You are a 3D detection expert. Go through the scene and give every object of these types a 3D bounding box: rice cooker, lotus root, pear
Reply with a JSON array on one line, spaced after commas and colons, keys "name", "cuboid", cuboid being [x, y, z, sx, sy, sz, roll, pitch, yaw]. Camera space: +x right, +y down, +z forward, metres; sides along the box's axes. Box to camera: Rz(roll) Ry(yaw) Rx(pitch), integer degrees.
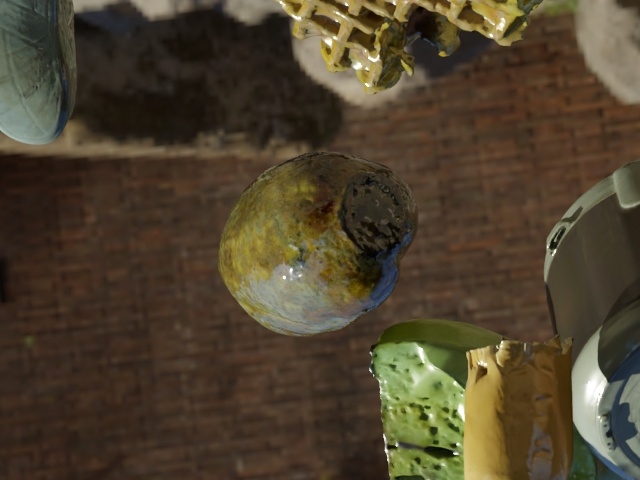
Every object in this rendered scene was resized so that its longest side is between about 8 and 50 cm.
[{"name": "rice cooker", "cuboid": [0.426, 0.089, 1.876, 0.335, 0.335, 0.325, -7, -144, 4]}, {"name": "lotus root", "cuboid": [0.000, 0.000, 2.276, 0.250, 0.250, 0.346, -5, 171, -25]}, {"name": "pear", "cuboid": [0.241, 0.257, 2.111, 0.318, 0.342, 0.238, -2, -166, 18]}]

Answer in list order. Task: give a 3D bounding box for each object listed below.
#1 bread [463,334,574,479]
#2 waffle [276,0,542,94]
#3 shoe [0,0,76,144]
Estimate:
[{"name": "bread", "cuboid": [0.206, 0.182, 1.663, 0.085, 0.173, 0.134, -4, 175, 40]}, {"name": "waffle", "cuboid": [0.082, -0.278, 1.632, 0.261, 0.151, 0.324, 39, 153, -17]}, {"name": "shoe", "cuboid": [-0.322, -0.236, 1.831, 0.103, 0.251, 0.100, 0, -165, -1]}]
